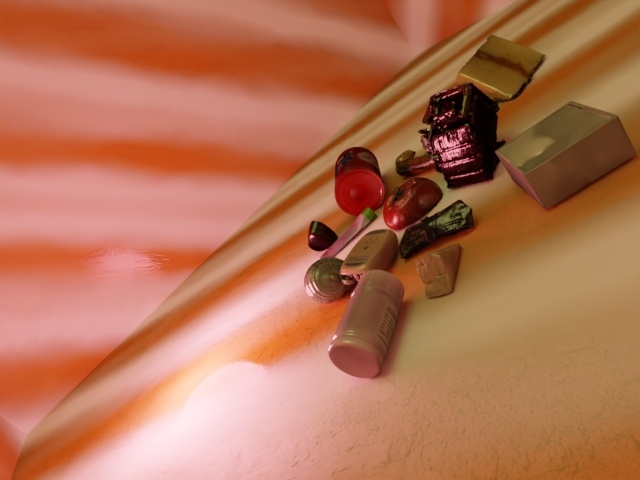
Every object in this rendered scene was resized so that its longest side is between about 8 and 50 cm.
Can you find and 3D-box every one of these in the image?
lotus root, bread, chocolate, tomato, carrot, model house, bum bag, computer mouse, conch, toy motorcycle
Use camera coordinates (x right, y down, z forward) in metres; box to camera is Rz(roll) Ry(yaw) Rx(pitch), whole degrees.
[{"bbox_3d":[0.355,-0.338,1.942,0.152,0.063,0.072,-45,-7,-37],"label":"lotus root"},{"bbox_3d":[0.319,0.075,1.178,0.077,0.105,0.152,-24,-6,42],"label":"bread"},{"bbox_3d":[0.000,0.000,1.851,0.148,0.125,0.080,99,-165,-59],"label":"chocolate"},{"bbox_3d":[0.297,-0.140,1.579,0.228,0.101,0.228,-38,21,17],"label":"tomato"},{"bbox_3d":[0.398,-0.302,1.780,0.070,0.070,0.260,-51,22,-27],"label":"carrot"},{"bbox_3d":[0.431,-0.313,1.492,0.317,0.297,0.282,0,88,55],"label":"model house"},{"bbox_3d":[0.328,-0.034,1.325,0.248,0.069,0.102,-28,59,29],"label":"bum bag"},{"bbox_3d":[0.782,-0.694,1.981,0.346,0.242,0.405,-40,52,-9],"label":"bread"},{"bbox_3d":[0.156,0.053,1.426,0.145,0.082,0.236,-8,32,39],"label":"computer mouse"},{"bbox_3d":[0.015,0.121,1.490,0.172,0.131,0.200,-50,22,-21],"label":"conch"},{"bbox_3d":[0.483,-0.400,1.805,0.171,0.110,0.260,-13,16,10],"label":"toy motorcycle"}]

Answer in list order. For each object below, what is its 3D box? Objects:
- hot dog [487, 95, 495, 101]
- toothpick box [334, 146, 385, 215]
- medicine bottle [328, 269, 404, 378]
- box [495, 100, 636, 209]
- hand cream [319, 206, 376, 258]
[{"bbox_3d":[0.619,-0.531,1.890,0.216,0.066,0.047,-26,-19,39],"label":"hot dog"},{"bbox_3d":[0.159,-0.258,1.939,0.204,0.204,0.333,-35,20,17],"label":"toothpick box"},{"bbox_3d":[0.118,0.198,1.121,0.133,0.133,0.249,-25,26,40],"label":"medicine bottle"},{"bbox_3d":[0.599,-0.217,1.143,0.225,0.117,0.225,-35,19,16],"label":"box"},{"bbox_3d":[0.104,-0.017,1.769,0.275,0.050,0.079,-46,-6,3],"label":"hand cream"}]
